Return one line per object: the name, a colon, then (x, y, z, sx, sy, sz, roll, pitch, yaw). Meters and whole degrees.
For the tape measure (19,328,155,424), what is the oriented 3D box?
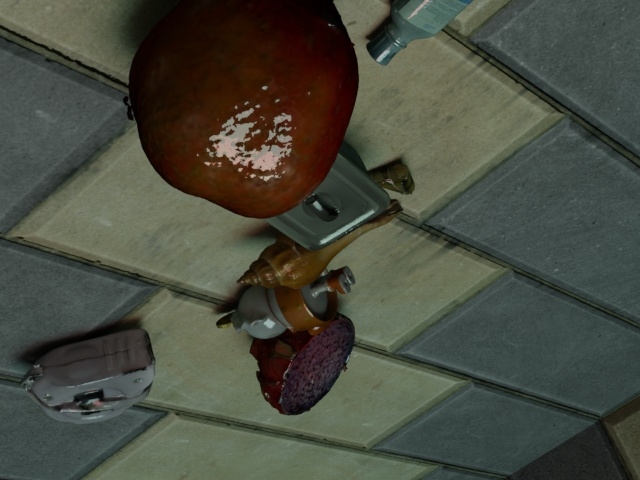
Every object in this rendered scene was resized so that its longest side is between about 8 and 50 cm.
tape measure: (-0.403, 0.250, 2.134, 0.236, 0.120, 0.197, -12, 149, -7)

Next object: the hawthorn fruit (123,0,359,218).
hawthorn fruit: (-0.065, -0.211, 1.500, 0.369, 0.284, 0.285, -48, 142, 14)

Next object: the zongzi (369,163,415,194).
zongzi: (0.112, -0.094, 2.003, 0.083, 0.040, 0.076, -14, 156, 10)

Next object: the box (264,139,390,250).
box: (-0.011, -0.087, 1.848, 0.162, 0.130, 0.227, -32, 146, 16)

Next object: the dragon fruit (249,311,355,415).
dragon fruit: (-0.053, 0.202, 2.269, 0.218, 0.148, 0.224, -49, 150, -14)

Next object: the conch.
conch: (-0.003, 0.001, 2.030, 0.330, 0.109, 0.093, -28, -172, -29)

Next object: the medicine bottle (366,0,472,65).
medicine bottle: (0.147, -0.323, 1.660, 0.090, 0.053, 0.208, 14, 136, -45)

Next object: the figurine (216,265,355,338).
figurine: (-0.069, 0.103, 2.120, 0.271, 0.143, 0.143, -5, 154, 22)
